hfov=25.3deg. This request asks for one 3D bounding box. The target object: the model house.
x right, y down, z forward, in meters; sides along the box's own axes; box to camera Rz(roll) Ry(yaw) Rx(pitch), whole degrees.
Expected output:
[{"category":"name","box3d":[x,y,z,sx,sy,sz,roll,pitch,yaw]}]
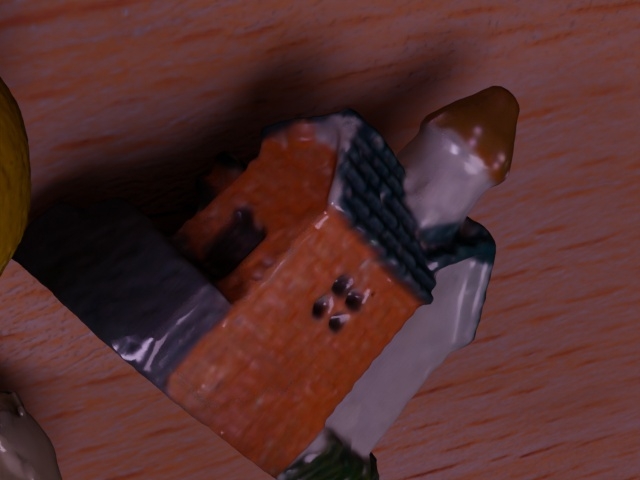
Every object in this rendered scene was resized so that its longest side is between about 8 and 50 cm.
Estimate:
[{"category":"model house","box3d":[0.000,0.000,0.932,0.301,0.190,0.271,-46,134,-3]}]

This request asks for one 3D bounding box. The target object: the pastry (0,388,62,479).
[{"category":"pastry","box3d":[-0.299,0.199,0.972,0.264,0.133,0.265,-15,136,-15]}]

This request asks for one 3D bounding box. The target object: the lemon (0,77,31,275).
[{"category":"lemon","box3d":[-0.246,-0.028,0.719,0.231,0.192,0.192,-32,149,-42]}]
